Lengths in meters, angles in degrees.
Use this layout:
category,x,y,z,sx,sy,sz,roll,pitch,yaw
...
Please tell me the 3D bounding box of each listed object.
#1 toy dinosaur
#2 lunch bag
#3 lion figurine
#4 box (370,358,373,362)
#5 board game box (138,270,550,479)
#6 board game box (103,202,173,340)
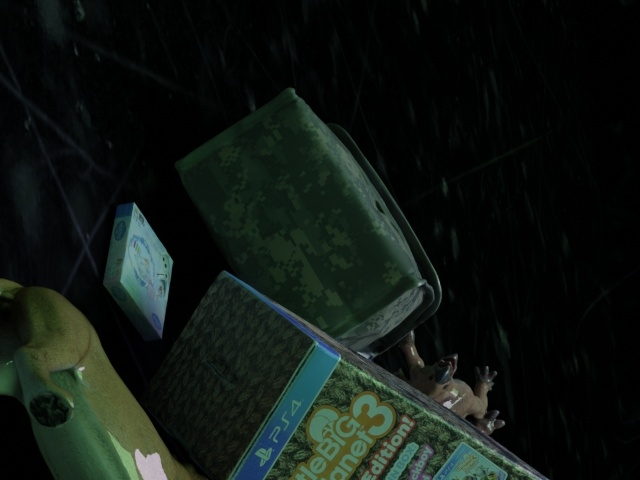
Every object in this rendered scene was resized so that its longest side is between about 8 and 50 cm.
category,x,y,z,sx,sy,sz,roll,pitch,yaw
toy dinosaur,0.123,0.230,2.140,0.200,0.127,0.296,-56,144,-52
lunch bag,0.000,0.000,1.854,0.235,0.169,0.287,58,3,10
lion figurine,-0.175,0.148,1.369,0.240,0.142,0.392,-71,143,-69
box,0.012,0.136,2.100,0.225,0.036,0.136,34,49,-64
board game box,0.025,0.179,1.590,0.291,0.141,0.232,33,0,-26
board game box,-0.163,0.029,1.654,0.090,0.020,0.090,61,25,-46
